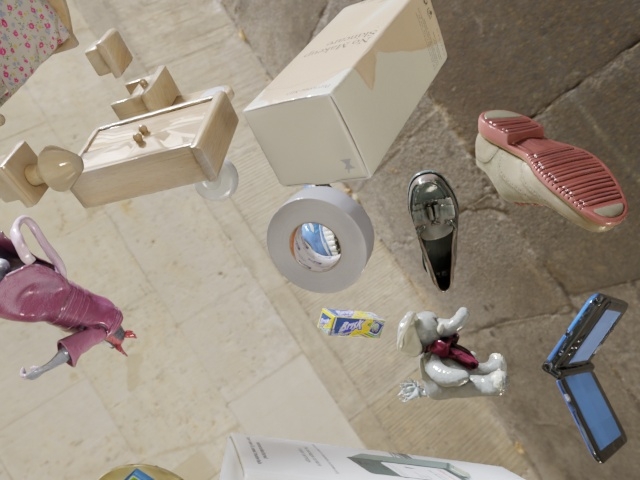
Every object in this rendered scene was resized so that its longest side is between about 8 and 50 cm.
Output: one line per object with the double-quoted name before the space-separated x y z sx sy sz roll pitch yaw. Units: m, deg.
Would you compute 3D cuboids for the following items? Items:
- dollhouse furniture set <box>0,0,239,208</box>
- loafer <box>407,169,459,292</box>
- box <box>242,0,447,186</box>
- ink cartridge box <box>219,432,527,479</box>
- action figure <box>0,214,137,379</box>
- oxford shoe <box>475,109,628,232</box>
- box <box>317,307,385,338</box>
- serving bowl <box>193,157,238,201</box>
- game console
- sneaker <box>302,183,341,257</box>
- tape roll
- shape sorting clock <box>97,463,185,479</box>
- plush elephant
"dollhouse furniture set" -0.233 -0.221 0.537 0.303 0.174 0.355 -83 -23 -47
"loafer" 0.231 -0.011 1.084 0.084 0.096 0.267 -91 -14 -49
"box" 0.048 -0.215 0.758 0.148 0.311 0.121 -2 131 36
"ink cartridge box" 0.049 0.297 0.466 0.121 0.289 0.211 164 118 -74
"action figure" -0.516 0.116 1.125 0.370 0.276 0.248 36 -165 -36
"oxford shoe" 0.397 -0.107 0.991 0.348 0.123 0.130 -116 23 -48
"box" 0.079 0.211 1.409 0.059 0.169 0.054 27 104 53
"serving bowl" -0.187 -0.107 0.974 0.083 0.083 0.027 62 -168 -8
"game console" 0.562 0.255 1.074 0.173 0.250 0.293 38 -165 34
"sneaker" -0.017 -0.062 1.755 0.147 0.130 0.330 -21 75 27
"tape roll" 0.000 0.000 1.166 0.219 0.072 0.219 9 118 17
"shape sorting clock" -0.326 0.496 1.042 0.040 0.206 0.206 -92 -19 -69
"plush elephant" 0.349 0.302 1.570 0.330 0.272 0.255 -17 85 23
